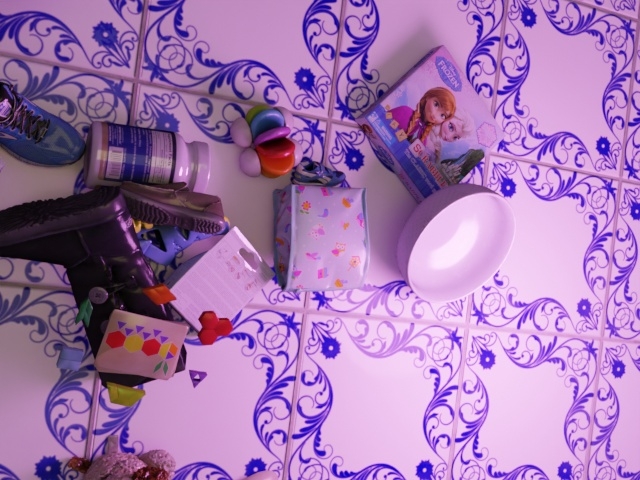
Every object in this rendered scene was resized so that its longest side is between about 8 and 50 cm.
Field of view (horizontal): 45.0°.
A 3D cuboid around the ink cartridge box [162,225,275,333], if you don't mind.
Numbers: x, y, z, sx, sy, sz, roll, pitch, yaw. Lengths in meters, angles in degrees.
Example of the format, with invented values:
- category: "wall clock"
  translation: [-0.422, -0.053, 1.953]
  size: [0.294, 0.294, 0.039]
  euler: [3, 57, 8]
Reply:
- category: "ink cartridge box"
  translation: [-0.246, 0.101, 1.841]
  size: [0.232, 0.066, 0.189]
  euler: [-49, 127, -16]

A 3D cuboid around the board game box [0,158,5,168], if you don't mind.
- category: "board game box"
  translation: [-0.739, -0.189, 1.516]
  size: [0.097, 0.303, 0.224]
  euler: [-46, 108, -15]

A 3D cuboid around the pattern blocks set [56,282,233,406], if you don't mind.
- category: "pattern blocks set"
  translation: [-0.380, 0.225, 1.658]
  size: [0.325, 0.026, 0.285]
  euler: [26, 97, -28]

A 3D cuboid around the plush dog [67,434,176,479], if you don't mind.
- category: "plush dog"
  translation: [-0.453, 0.562, 1.707]
  size: [0.210, 0.225, 0.262]
  euler: [42, 76, -19]

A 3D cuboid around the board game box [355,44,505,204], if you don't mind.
- category: "board game box"
  translation: [0.304, -0.305, 2.093]
  size: [0.318, 0.066, 0.319]
  euler: [-45, 108, -16]

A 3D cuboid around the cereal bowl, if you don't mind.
- category: "cereal bowl"
  translation: [0.340, -0.009, 2.047]
  size: [0.339, 0.141, 0.339]
  euler: [-16, 128, -22]

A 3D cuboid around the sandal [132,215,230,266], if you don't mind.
- category: "sandal"
  translation: [-0.366, -0.004, 1.792]
  size: [0.317, 0.126, 0.138]
  euler: [-8, 98, -15]

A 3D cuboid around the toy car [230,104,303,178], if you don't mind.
- category: "toy car"
  translation: [-0.120, -0.241, 1.873]
  size: [0.159, 0.136, 0.182]
  euler: [-19, 99, -21]

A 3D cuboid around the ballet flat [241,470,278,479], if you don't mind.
- category: "ballet flat"
  translation: [-0.205, 0.646, 1.896]
  size: [0.248, 0.086, 0.086]
  euler: [-21, 100, -22]

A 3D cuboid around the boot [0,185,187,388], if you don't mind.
- category: "boot"
  translation: [-0.525, 0.129, 1.704]
  size: [0.367, 0.146, 0.445]
  euler: [-9, 119, 13]

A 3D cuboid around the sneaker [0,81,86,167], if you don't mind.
- category: "sneaker"
  translation: [-0.657, -0.253, 1.635]
  size: [0.330, 0.147, 0.130]
  euler: [25, 82, -23]

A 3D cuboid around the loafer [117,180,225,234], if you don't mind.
- category: "loafer"
  translation: [-0.330, -0.084, 1.703]
  size: [0.251, 0.094, 0.087]
  euler: [16, 59, -15]

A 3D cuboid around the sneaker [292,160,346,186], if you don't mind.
- category: "sneaker"
  translation: [0.000, -0.170, 1.965]
  size: [0.144, 0.053, 0.059]
  euler: [-4, 115, -25]

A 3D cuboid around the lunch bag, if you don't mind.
- category: "lunch bag"
  translation: [0.000, 0.000, 1.924]
  size: [0.223, 0.160, 0.262]
  euler: [0, 86, -24]

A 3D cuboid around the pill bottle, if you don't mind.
- category: "pill bottle"
  translation: [-0.391, -0.178, 1.749]
  size: [0.264, 0.153, 0.153]
  euler: [6, 89, -24]
